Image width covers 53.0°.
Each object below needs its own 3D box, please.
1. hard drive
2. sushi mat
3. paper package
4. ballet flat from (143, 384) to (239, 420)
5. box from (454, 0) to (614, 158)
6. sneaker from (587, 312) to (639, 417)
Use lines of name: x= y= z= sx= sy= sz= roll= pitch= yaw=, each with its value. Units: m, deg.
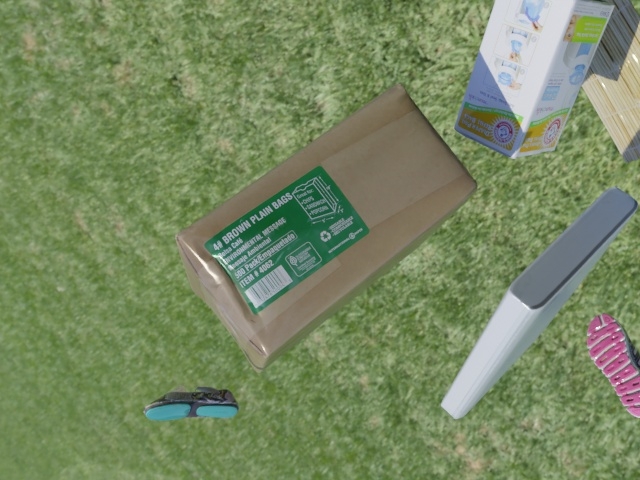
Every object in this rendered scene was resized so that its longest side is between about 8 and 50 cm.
hard drive: x=0.254 y=0.091 z=0.785 sx=0.040 sy=0.203 sz=0.307 roll=42 pitch=152 yaw=21
sushi mat: x=0.480 y=-0.286 z=1.043 sx=0.316 sy=0.019 sz=0.151 roll=60 pitch=151 yaw=1
paper package: x=0.000 y=0.000 z=0.828 sx=0.168 sy=0.325 sz=0.309 roll=52 pitch=165 yaw=8
ballet flat: x=-0.155 y=0.192 z=0.766 sx=0.041 sy=0.114 sz=0.041 roll=-23 pitch=64 yaw=59
box: x=0.275 y=-0.223 z=0.841 sx=0.103 sy=0.114 sz=0.203 roll=36 pitch=124 yaw=36
sneaker: x=0.464 y=0.189 z=0.967 sx=0.063 sy=0.075 sz=0.170 roll=-47 pitch=41 yaw=31
